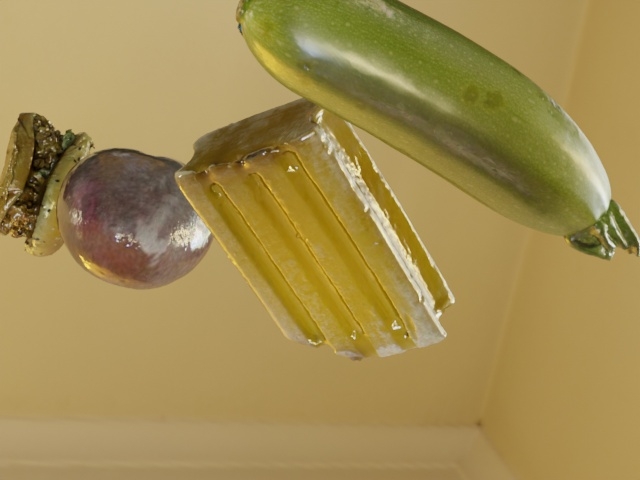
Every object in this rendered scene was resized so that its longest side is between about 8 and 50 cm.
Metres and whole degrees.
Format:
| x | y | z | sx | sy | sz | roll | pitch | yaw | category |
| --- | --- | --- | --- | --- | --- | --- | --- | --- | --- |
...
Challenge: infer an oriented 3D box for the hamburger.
| x | y | z | sx | sy | sz | roll | pitch | yaw | category |
| --- | --- | --- | --- | --- | --- | --- | --- | --- | --- |
| -0.357 | -0.075 | 1.584 | 0.113 | 0.177 | 0.185 | 16 | -149 | -2 | hamburger |

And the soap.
| x | y | z | sx | sy | sz | roll | pitch | yaw | category |
| --- | --- | --- | --- | --- | --- | --- | --- | --- | --- |
| 0.000 | 0.000 | 1.022 | 0.140 | 0.232 | 0.073 | -15 | -147 | 30 | soap |

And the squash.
| x | y | z | sx | sy | sz | roll | pitch | yaw | category |
| --- | --- | --- | --- | --- | --- | --- | --- | --- | --- |
| 0.098 | -0.078 | 0.797 | 0.341 | 0.094 | 0.094 | 29 | -168 | -22 | squash |

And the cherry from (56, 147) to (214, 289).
| x | y | z | sx | sy | sz | roll | pitch | yaw | category |
| --- | --- | --- | --- | --- | --- | --- | --- | --- | --- |
| -0.192 | -0.018 | 1.285 | 0.176 | 0.140 | 0.176 | 16 | -145 | -11 | cherry |
